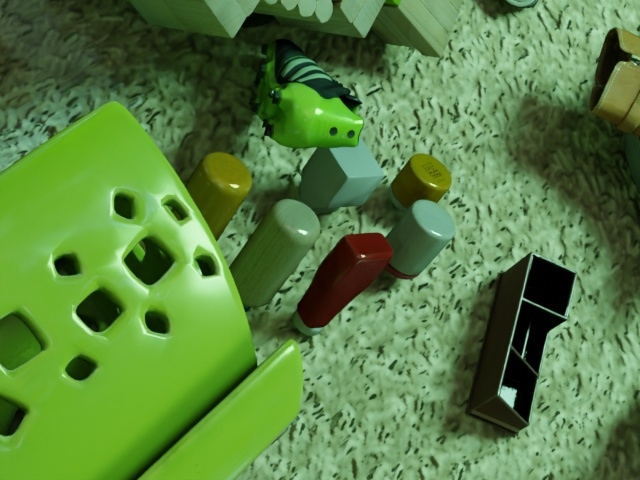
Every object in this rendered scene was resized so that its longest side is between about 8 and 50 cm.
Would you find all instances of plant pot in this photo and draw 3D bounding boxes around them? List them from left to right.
[{"bbox_3d":[-0.154,0.094,0.707,0.207,0.227,0.228,48,59,2],"label":"plant pot"}]

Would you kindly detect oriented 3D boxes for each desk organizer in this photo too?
[{"bbox_3d":[0.157,0.078,0.933,0.047,0.050,0.130,24,61,-10],"label":"desk organizer"}]

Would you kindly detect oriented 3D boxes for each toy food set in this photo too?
[{"bbox_3d":[0.000,0.000,0.901,0.232,0.104,0.111,-7,56,-42],"label":"toy food set"}]

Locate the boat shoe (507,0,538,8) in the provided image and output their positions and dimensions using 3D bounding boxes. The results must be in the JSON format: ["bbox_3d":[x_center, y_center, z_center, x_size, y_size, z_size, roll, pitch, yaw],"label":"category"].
[{"bbox_3d":[0.153,-0.258,1.087,0.046,0.038,0.125,-45,80,11],"label":"boat shoe"}]

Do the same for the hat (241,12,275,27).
[{"bbox_3d":[-0.084,-0.340,0.942,0.331,0.331,0.134,-29,42,-29],"label":"hat"}]

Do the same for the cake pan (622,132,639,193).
[{"bbox_3d":[0.396,-0.081,1.093,0.293,0.054,0.293,8,65,-18],"label":"cake pan"}]

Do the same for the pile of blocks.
[{"bbox_3d":[-0.019,-0.224,0.902,0.362,0.113,0.148,-7,109,-52],"label":"pile of blocks"}]

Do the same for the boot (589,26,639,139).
[{"bbox_3d":[0.291,-0.080,0.983,0.152,0.073,0.197,21,50,-13],"label":"boot"}]

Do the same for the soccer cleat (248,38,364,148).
[{"bbox_3d":[-0.011,-0.105,0.902,0.072,0.060,0.179,11,22,-13],"label":"soccer cleat"}]
